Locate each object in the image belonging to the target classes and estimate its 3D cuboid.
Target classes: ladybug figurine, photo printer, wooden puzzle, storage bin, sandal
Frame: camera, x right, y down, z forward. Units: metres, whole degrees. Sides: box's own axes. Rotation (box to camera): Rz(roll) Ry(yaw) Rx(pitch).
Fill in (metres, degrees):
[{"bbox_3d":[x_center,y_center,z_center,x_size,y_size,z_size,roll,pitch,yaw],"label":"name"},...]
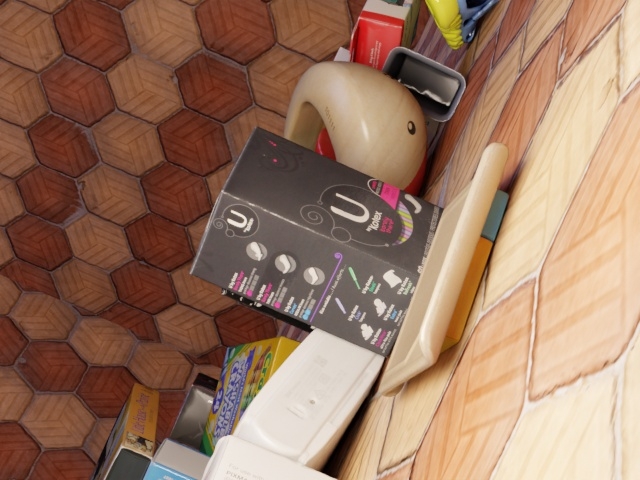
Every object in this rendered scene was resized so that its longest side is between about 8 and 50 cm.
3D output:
[{"bbox_3d":[0.055,-0.119,1.808,0.449,0.161,0.305,119,134,-64],"label":"ladybug figurine"},{"bbox_3d":[-0.051,0.273,1.411,0.256,0.107,0.308,-46,-14,-50],"label":"photo printer"},{"bbox_3d":[0.126,0.040,1.108,0.239,0.044,0.221,107,-176,-72],"label":"wooden puzzle"},{"bbox_3d":[0.169,-0.253,1.832,0.098,0.135,0.091,-66,-9,16],"label":"storage bin"},{"bbox_3d":[0.250,-0.411,1.894,0.138,0.126,0.317,-29,2,9],"label":"sandal"}]

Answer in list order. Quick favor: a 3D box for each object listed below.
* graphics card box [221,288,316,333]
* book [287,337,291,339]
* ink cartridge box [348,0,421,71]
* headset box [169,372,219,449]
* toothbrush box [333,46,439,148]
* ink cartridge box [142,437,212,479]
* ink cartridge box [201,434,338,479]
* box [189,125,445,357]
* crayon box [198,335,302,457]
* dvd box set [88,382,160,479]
[{"bbox_3d":[-0.043,0.084,1.932,0.371,0.232,0.094,-154,88,-86],"label":"graphics card box"},{"bbox_3d":[-0.045,0.250,2.002,0.035,0.096,0.144,-70,6,-53],"label":"book"},{"bbox_3d":[0.110,-0.352,1.908,0.134,0.078,0.231,96,-168,-44],"label":"ink cartridge box"},{"bbox_3d":[-0.161,0.351,2.120,0.293,0.218,0.110,145,149,-86],"label":"headset box"},{"bbox_3d":[0.071,-0.173,2.043,0.295,0.216,0.126,115,177,-48],"label":"toothbrush box"},{"bbox_3d":[-0.210,0.503,1.749,0.129,0.223,0.307,-82,16,-82],"label":"ink cartridge box"},{"bbox_3d":[-0.116,0.437,1.148,0.385,0.160,0.279,-70,5,-52],"label":"ink cartridge box"},{"bbox_3d":[0.000,0.000,1.392,0.165,0.270,0.143,-71,5,-54],"label":"box"},{"bbox_3d":[-0.093,0.270,1.826,0.323,0.083,0.203,-21,51,64],"label":"crayon box"},{"bbox_3d":[-0.378,0.446,1.983,0.308,0.062,0.420,-65,9,4],"label":"dvd box set"}]
